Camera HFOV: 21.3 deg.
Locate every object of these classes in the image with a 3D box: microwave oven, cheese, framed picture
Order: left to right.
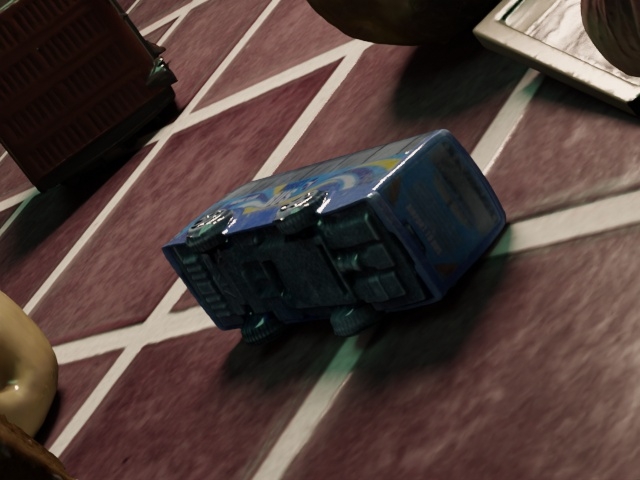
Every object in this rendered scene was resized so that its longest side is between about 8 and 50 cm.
[{"bbox_3d":[-0.291,0.126,1.222,0.218,0.117,0.235,-47,19,-4],"label":"cheese"},{"bbox_3d":[-0.255,-0.173,1.705,0.178,0.188,0.247,-38,14,1],"label":"microwave oven"},{"bbox_3d":[0.219,-0.184,0.932,0.265,0.018,0.192,-45,28,-3],"label":"framed picture"}]

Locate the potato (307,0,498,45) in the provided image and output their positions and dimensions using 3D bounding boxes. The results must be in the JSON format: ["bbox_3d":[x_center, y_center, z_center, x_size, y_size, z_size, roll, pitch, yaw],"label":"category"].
[{"bbox_3d":[0.089,-0.271,1.132,0.237,0.301,0.289,-96,14,-48],"label":"potato"}]

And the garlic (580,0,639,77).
[{"bbox_3d":[0.190,-0.142,0.789,0.159,0.102,0.147,-12,37,44],"label":"garlic"}]

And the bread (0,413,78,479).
[{"bbox_3d":[-0.341,0.244,1.001,0.416,0.165,0.113,-47,24,-9],"label":"bread"}]

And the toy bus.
[{"bbox_3d":[0.003,0.001,0.949,0.094,0.079,0.236,-35,12,-28],"label":"toy bus"}]
